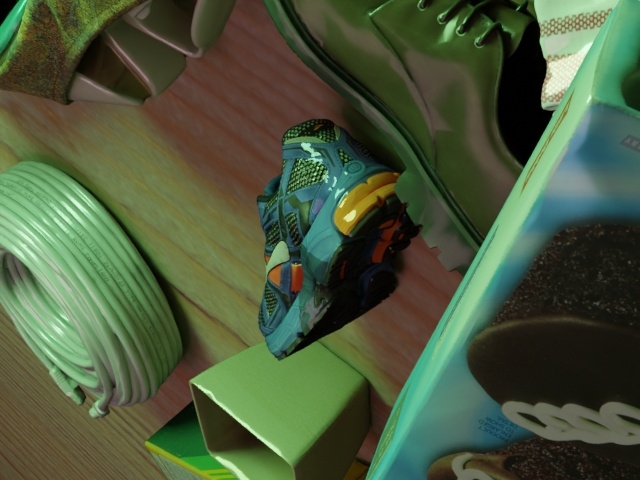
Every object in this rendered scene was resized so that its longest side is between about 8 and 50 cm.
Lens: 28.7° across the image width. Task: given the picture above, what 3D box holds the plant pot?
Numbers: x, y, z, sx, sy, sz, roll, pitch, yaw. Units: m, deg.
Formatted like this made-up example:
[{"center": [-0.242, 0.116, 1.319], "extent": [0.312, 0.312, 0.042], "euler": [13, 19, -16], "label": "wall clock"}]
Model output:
[{"center": [-0.022, 0.133, 0.939], "extent": [0.109, 0.096, 0.109], "euler": [35, 151, 28], "label": "plant pot"}]

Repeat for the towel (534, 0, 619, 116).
[{"center": [0.102, -0.136, 0.354], "extent": [0.144, 0.029, 0.197], "euler": [-4, 99, 58], "label": "towel"}]

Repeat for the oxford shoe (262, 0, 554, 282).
[{"center": [0.050, -0.092, 0.550], "extent": [0.227, 0.083, 0.096], "euler": [52, 134, -1], "label": "oxford shoe"}]

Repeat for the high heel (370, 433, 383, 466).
[{"center": [0.113, 0.021, 0.522], "extent": [0.127, 0.181, 0.377], "euler": [20, 125, -16], "label": "high heel"}]

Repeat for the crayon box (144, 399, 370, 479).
[{"center": [-0.008, 0.272, 1.128], "extent": [0.323, 0.083, 0.203], "euler": [14, 137, 53], "label": "crayon box"}]

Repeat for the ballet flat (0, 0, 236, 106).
[{"center": [-0.114, -0.137, 0.708], "extent": [0.123, 0.123, 0.348], "euler": [52, 155, -4], "label": "ballet flat"}]

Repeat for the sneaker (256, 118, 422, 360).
[{"center": [0.000, 0.000, 0.760], "extent": [0.087, 0.083, 0.221], "euler": [57, 153, 18], "label": "sneaker"}]

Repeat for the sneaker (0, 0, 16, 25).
[{"center": [-0.269, -0.202, 0.901], "extent": [0.139, 0.125, 0.340], "euler": [31, 162, -28], "label": "sneaker"}]

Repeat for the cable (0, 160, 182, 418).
[{"center": [-0.233, 0.044, 1.178], "extent": [0.257, 0.089, 0.257], "euler": [54, 154, -8], "label": "cable"}]

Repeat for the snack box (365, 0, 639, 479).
[{"center": [0.189, 0.079, 0.364], "extent": [0.321, 0.060, 0.187], "euler": [24, 133, 2], "label": "snack box"}]
